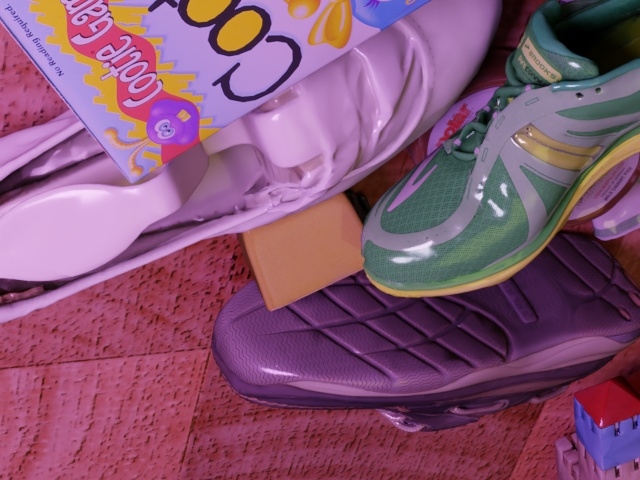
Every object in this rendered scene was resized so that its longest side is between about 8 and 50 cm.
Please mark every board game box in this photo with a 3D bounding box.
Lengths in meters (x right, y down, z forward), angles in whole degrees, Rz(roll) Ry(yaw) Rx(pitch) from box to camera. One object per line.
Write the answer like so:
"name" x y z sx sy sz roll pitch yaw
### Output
"board game box" -0.030 -0.182 0.702 0.275 0.144 0.142 -32 137 3

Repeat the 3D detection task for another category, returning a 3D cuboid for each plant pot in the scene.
"plant pot" -0.020 -0.020 0.914 0.081 0.081 0.083 -25 118 -3

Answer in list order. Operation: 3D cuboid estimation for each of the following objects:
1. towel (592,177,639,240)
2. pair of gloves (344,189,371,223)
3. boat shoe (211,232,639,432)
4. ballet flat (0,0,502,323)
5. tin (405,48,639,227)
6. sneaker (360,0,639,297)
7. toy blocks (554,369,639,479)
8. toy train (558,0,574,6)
"towel" 0.250 -0.070 1.044 0.113 0.023 0.152 -24 137 -5
"pair of gloves" 0.000 0.000 0.992 0.083 0.010 0.074 -24 137 -6
"boat shoe" 0.083 0.086 1.025 0.355 0.132 0.130 -2 135 -28
"ballet flat" -0.062 -0.052 0.803 0.400 0.139 0.139 -26 138 -1
"tin" 0.144 -0.068 0.971 0.189 0.040 0.106 16 120 -30
"sneaker" 0.134 -0.080 0.842 0.295 0.109 0.123 -37 133 10
"toy blocks" 0.359 0.170 1.243 0.381 0.191 0.261 -18 125 -10
"toy train" 0.226 -0.174 0.893 0.184 0.080 0.105 7 133 -32
